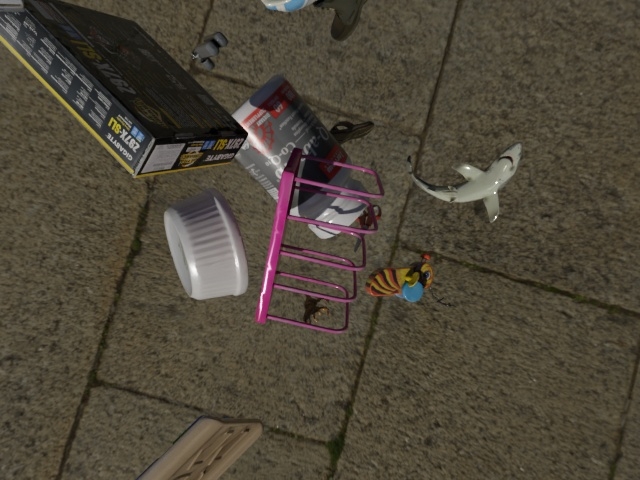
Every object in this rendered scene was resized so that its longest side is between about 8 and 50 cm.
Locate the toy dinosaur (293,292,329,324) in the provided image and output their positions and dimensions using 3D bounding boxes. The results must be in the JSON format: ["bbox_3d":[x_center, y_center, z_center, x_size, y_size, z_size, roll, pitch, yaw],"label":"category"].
[{"bbox_3d":[-0.028,0.206,1.479,0.112,0.211,0.064,4,113,-6],"label":"toy dinosaur"}]

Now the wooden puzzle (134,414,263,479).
[{"bbox_3d":[-0.330,0.561,1.148,0.322,0.348,0.080,-44,63,-8],"label":"wooden puzzle"}]

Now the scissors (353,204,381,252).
[{"bbox_3d":[0.152,-0.045,1.454,0.109,0.297,0.021,-8,117,7],"label":"scissors"}]

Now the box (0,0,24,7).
[{"bbox_3d":[-0.250,-0.264,0.312,0.038,0.145,0.186,-14,119,-28],"label":"box"}]

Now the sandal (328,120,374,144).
[{"bbox_3d":[0.082,-0.366,1.482,0.219,0.090,0.060,-24,80,-24],"label":"sandal"}]

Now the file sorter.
[{"bbox_3d":[0.000,0.000,0.863,0.182,0.202,0.290,12,112,-3],"label":"file sorter"}]

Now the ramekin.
[{"bbox_3d":[-0.283,0.017,1.081,0.127,0.273,0.273,-17,87,-25],"label":"ramekin"}]

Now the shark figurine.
[{"bbox_3d":[0.331,-0.133,1.047,0.278,0.116,0.166,0,107,35],"label":"shark figurine"}]

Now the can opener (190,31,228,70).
[{"bbox_3d":[-0.346,-0.601,1.436,0.076,0.283,0.095,-48,122,-5],"label":"can opener"}]

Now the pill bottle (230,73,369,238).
[{"bbox_3d":[-0.055,-0.191,1.080,0.210,0.210,0.363,-45,110,-5],"label":"pill bottle"}]

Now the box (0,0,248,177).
[{"bbox_3d":[-0.304,-0.250,0.729,0.322,0.257,0.079,44,116,5],"label":"box"}]

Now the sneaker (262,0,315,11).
[{"bbox_3d":[-0.024,-0.336,0.450,0.086,0.237,0.085,-33,75,-20],"label":"sneaker"}]

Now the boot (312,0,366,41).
[{"bbox_3d":[0.040,-0.636,1.218,0.165,0.213,0.077,-22,73,-35],"label":"boot"}]

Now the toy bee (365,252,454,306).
[{"bbox_3d":[0.297,0.117,1.479,0.298,0.195,0.162,10,88,-36],"label":"toy bee"}]
